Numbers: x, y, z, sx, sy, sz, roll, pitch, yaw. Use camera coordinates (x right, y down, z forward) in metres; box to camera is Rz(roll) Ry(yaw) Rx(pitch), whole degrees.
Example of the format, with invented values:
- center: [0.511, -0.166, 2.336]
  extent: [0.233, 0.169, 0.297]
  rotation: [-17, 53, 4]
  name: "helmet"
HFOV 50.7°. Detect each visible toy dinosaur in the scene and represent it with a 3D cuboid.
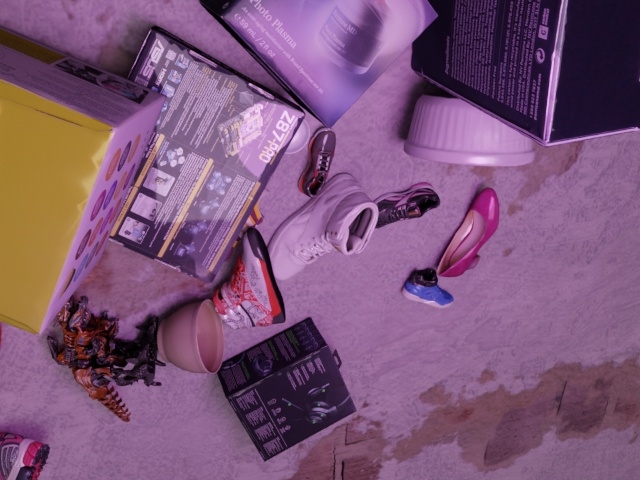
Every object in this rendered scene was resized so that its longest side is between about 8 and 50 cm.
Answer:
- center: [-0.457, 0.250, 1.451]
  extent: [0.218, 0.164, 0.322]
  rotation: [-9, 139, -1]
  name: "toy dinosaur"

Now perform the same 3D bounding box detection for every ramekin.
- center: [0.314, -0.239, 1.417]
  extent: [0.273, 0.273, 0.127]
  rotation: [-4, 106, -21]
  name: "ramekin"

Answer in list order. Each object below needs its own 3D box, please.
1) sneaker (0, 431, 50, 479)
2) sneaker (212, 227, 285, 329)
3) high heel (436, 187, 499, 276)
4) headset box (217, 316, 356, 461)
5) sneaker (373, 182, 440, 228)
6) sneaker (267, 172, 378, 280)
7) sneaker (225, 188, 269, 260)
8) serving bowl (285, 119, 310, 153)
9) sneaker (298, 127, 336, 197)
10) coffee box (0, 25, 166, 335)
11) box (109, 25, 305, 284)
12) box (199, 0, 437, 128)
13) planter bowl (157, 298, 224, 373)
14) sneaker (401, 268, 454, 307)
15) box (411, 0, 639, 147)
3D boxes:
- center: [-0.702, 0.551, 1.518]
  extent: [0.112, 0.121, 0.299]
  rotation: [24, 109, -1]
  name: "sneaker"
- center: [-0.171, 0.096, 1.462]
  extent: [0.145, 0.090, 0.270]
  rotation: [-11, 133, 2]
  name: "sneaker"
- center: [0.356, -0.016, 1.653]
  extent: [0.117, 0.082, 0.244]
  rotation: [-14, 136, -33]
  name: "high heel"
- center: [-0.072, 0.358, 1.651]
  extent: [0.283, 0.131, 0.246]
  rotation: [-27, 124, -7]
  name: "headset box"
- center: [0.195, -0.076, 1.558]
  extent: [0.178, 0.077, 0.072]
  rotation: [-28, 123, -6]
  name: "sneaker"
- center: [0.000, 0.000, 1.464]
  extent: [0.108, 0.169, 0.292]
  rotation: [33, 102, -35]
  name: "sneaker"
- center: [-0.165, -0.033, 1.436]
  extent: [0.084, 0.069, 0.185]
  rotation: [11, 113, -22]
  name: "sneaker"
- center: [-0.065, -0.223, 1.398]
  extent: [0.083, 0.027, 0.083]
  rotation: [-10, 121, -17]
  name: "serving bowl"
- center: [0.004, -0.160, 1.439]
  extent: [0.061, 0.065, 0.158]
  rotation: [6, 115, -25]
  name: "sneaker"
- center: [-0.484, -0.118, 1.038]
  extent: [0.338, 0.334, 0.337]
  rotation: [23, 107, -9]
  name: "coffee box"
- center: [-0.260, -0.151, 1.283]
  extent: [0.318, 0.097, 0.395]
  rotation: [26, 104, -17]
  name: "box"
- center: [-0.002, -0.422, 1.226]
  extent: [0.294, 0.183, 0.296]
  rotation: [-46, 124, 4]
  name: "box"
- center: [-0.290, 0.215, 1.480]
  extent: [0.109, 0.162, 0.162]
  rotation: [-7, 123, 11]
  name: "planter bowl"
- center: [0.289, 0.118, 1.714]
  extent: [0.152, 0.058, 0.084]
  rotation: [15, 119, -22]
  name: "sneaker"
- center: [0.490, -0.417, 1.257]
  extent: [0.480, 0.472, 0.297]
  rotation: [-12, 120, -17]
  name: "box"
